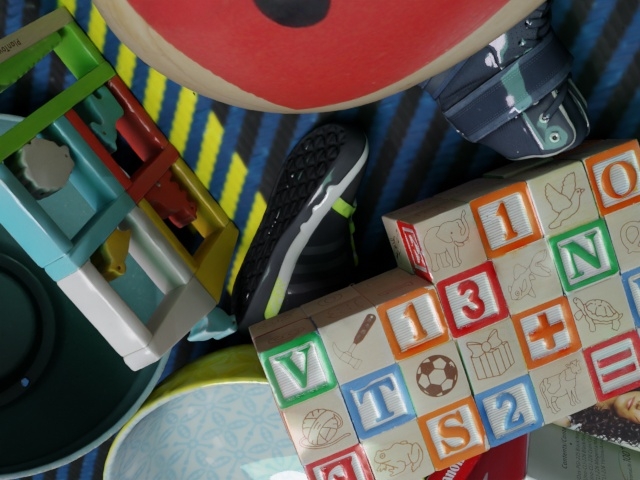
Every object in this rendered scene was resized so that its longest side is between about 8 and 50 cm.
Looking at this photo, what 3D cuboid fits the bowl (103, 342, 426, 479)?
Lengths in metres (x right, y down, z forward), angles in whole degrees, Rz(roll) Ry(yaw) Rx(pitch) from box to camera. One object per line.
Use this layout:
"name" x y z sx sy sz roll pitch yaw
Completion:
"bowl" -0.043 0.197 0.763 0.290 0.156 0.289 2 120 4

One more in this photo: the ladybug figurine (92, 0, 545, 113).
"ladybug figurine" 0.004 -0.238 0.441 0.449 0.162 0.305 -33 86 38

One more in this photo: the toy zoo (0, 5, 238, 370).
"toy zoo" -0.163 -0.031 0.643 0.030 0.192 0.293 -26 111 27

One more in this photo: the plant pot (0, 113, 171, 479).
"plant pot" -0.297 0.061 0.706 0.293 0.293 0.196 43 148 -13

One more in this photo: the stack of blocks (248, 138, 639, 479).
"stack of blocks" 0.103 0.055 0.590 0.297 0.087 0.171 -22 99 -6

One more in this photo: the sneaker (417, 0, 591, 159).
"sneaker" 0.157 -0.155 0.539 0.163 0.086 0.226 48 130 -3

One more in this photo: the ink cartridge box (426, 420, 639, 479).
"ink cartridge box" 0.196 0.304 0.791 0.272 0.130 0.309 22 124 2

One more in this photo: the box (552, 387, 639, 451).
"box" 0.325 0.149 0.706 0.232 0.058 0.087 16 123 4

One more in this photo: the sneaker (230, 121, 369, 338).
"sneaker" 0.000 0.000 0.704 0.097 0.084 0.234 14 127 -23
